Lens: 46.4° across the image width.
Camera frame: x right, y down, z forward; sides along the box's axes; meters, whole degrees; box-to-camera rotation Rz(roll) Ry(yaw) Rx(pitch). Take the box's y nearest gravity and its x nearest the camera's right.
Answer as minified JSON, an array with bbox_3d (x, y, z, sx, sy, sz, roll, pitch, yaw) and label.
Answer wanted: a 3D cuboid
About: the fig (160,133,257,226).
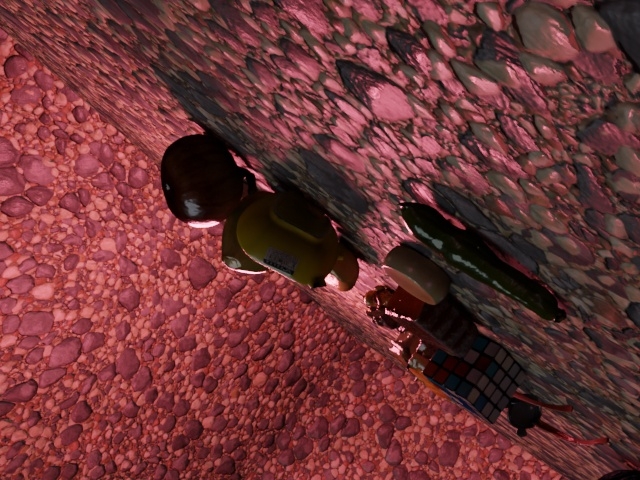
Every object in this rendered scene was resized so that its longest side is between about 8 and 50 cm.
[{"bbox_3d":[-0.294,-0.148,1.862,0.235,0.214,0.235,26,140,24],"label":"fig"}]

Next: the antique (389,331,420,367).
[{"bbox_3d":[0.331,0.363,2.315,0.284,0.125,0.150,42,169,-33],"label":"antique"}]

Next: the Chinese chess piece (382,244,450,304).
[{"bbox_3d":[0.193,0.068,1.498,0.144,0.058,0.144,35,170,7],"label":"Chinese chess piece"}]

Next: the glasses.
[{"bbox_3d":[0.552,0.448,1.878,0.234,0.118,0.268,43,170,-26],"label":"glasses"}]

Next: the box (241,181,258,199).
[{"bbox_3d":[-0.209,-0.117,2.208,0.365,0.051,0.204,34,171,24],"label":"box"}]

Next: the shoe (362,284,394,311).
[{"bbox_3d":[0.168,0.160,2.087,0.069,0.072,0.109,-2,-162,-28],"label":"shoe"}]

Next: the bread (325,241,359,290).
[{"bbox_3d":[0.039,0.058,1.950,0.147,0.098,0.217,32,170,4],"label":"bread"}]

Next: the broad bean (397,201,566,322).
[{"bbox_3d":[0.243,0.038,1.121,0.318,0.056,0.098,36,172,-7],"label":"broad bean"}]

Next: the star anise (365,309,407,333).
[{"bbox_3d":[0.217,0.229,2.114,0.195,0.065,0.182,13,176,22],"label":"star anise"}]

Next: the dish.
[{"bbox_3d":[-0.056,-0.024,1.733,0.262,0.221,0.108,34,132,3],"label":"dish"}]

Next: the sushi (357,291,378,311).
[{"bbox_3d":[0.209,0.256,2.572,0.201,0.031,0.139,29,169,46],"label":"sushi"}]

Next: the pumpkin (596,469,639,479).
[{"bbox_3d":[0.821,0.744,1.862,0.363,0.266,0.363,36,176,3],"label":"pumpkin"}]

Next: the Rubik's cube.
[{"bbox_3d":[0.371,0.319,1.791,0.151,0.155,0.154,25,166,50],"label":"Rubik's cube"}]

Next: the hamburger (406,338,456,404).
[{"bbox_3d":[0.354,0.356,2.077,0.245,0.155,0.282,33,168,5],"label":"hamburger"}]

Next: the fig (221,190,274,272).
[{"bbox_3d":[-0.158,-0.010,1.951,0.207,0.230,0.207,35,172,5],"label":"fig"}]

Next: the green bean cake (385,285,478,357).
[{"bbox_3d":[0.238,0.163,1.693,0.198,0.097,0.232,39,172,-23],"label":"green bean cake"}]
